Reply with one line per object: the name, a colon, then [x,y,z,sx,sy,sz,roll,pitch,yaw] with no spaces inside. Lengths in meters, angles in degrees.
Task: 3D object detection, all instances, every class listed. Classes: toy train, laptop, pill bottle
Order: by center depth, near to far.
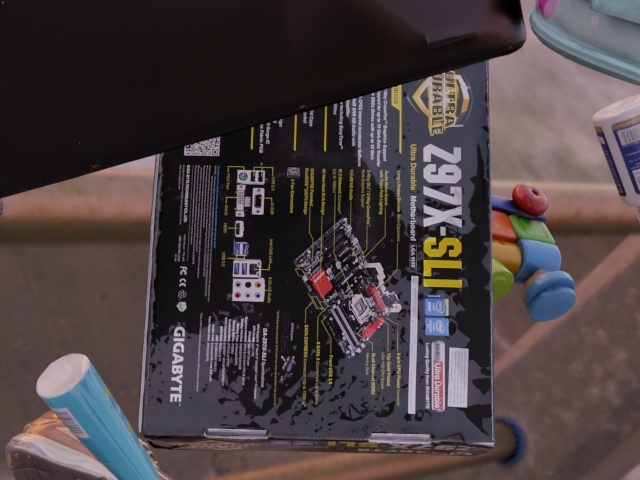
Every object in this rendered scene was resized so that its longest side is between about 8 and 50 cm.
laptop: [-0.129,-0.276,0.651,0.382,0.407,0.236,-16,27,0]
pill bottle: [0.305,-0.073,1.091,0.067,0.067,0.120,-38,108,-55]
toy train: [0.146,0.006,1.199,0.248,0.105,0.143,11,38,-33]

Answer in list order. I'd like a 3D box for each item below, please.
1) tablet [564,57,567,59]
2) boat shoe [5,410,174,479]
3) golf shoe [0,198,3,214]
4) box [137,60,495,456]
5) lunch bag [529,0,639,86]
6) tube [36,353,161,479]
tablet: [0.273,-0.190,1.101,0.083,0.006,0.054,7,64,13]
boat shoe: [-0.279,0.327,1.645,0.324,0.123,0.116,25,42,5]
golf shoe: [-0.402,-0.056,1.330,0.086,0.067,0.186,0,35,15]
box: [0.000,0.000,0.898,0.257,0.079,0.321,1,74,-2]
lunch bag: [0.252,-0.121,0.584,0.224,0.107,0.279,-25,41,-36]
tube: [-0.186,0.192,1.074,0.080,0.052,0.207,43,-16,54]
